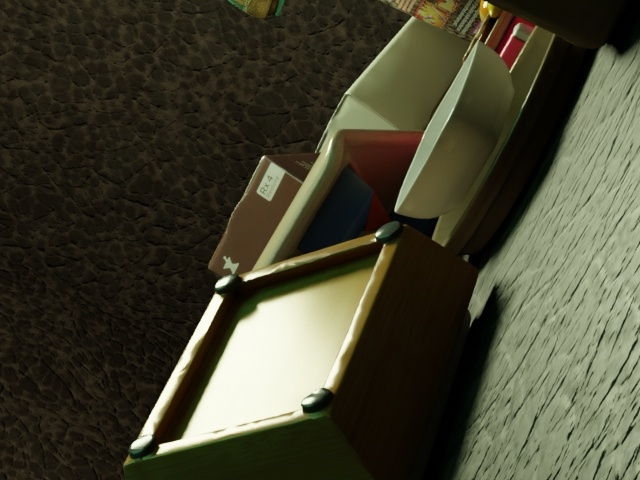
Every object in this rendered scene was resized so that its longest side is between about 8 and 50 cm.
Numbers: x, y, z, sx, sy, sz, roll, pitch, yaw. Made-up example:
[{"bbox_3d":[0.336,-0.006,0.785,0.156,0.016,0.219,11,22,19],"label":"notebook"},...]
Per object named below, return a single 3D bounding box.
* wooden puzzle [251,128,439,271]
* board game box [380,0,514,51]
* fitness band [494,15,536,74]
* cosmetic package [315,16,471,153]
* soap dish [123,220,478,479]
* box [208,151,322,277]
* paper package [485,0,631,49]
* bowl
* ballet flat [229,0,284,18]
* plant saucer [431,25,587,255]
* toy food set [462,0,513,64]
[{"bbox_3d":[0.039,0.022,1.996,0.348,0.080,0.322,-10,-45,-59],"label":"wooden puzzle"},{"bbox_3d":[0.152,-0.378,2.224,0.232,0.291,0.141,127,167,-77],"label":"board game box"},{"bbox_3d":[0.208,-0.194,1.875,0.291,0.054,0.209,-61,3,36],"label":"fitness band"},{"bbox_3d":[0.136,-0.220,2.387,0.309,0.113,0.160,-52,-4,-32],"label":"cosmetic package"},{"bbox_3d":[-0.015,0.117,1.393,0.229,0.118,0.291,-17,27,29],"label":"soap dish"},{"bbox_3d":[0.000,0.000,2.252,0.168,0.167,0.203,-62,-20,17],"label":"box"},{"bbox_3d":[0.162,-0.355,1.423,0.168,0.309,0.325,-84,19,-77],"label":"paper package"},{"bbox_3d":[0.125,-0.092,1.594,0.142,0.053,0.142,-62,2,41],"label":"bowl"},{"bbox_3d":[-0.042,-0.440,2.224,0.123,0.123,0.348,122,172,-70],"label":"ballet flat"},{"bbox_3d":[0.178,-0.099,1.646,0.278,0.041,0.278,-63,1,3],"label":"plant saucer"},{"bbox_3d":[0.180,-0.231,1.960,0.192,0.038,0.132,-63,-1,42],"label":"toy food set"}]
